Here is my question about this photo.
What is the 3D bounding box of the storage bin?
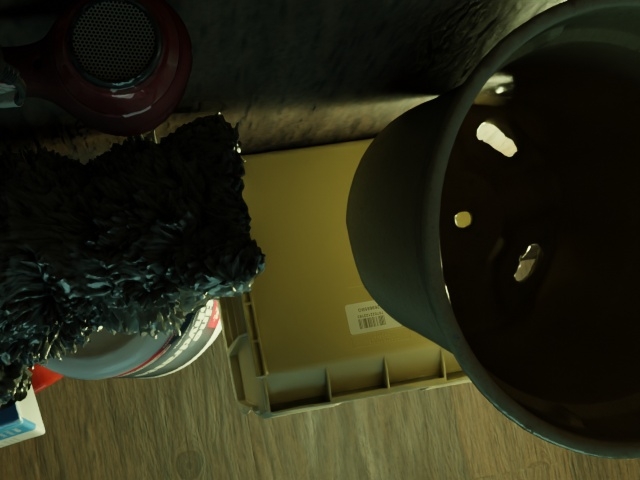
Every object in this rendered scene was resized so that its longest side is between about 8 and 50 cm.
[{"bbox_3d":[0.032,0.032,1.380,0.262,0.260,0.123,-8,169,-15],"label":"storage bin"}]

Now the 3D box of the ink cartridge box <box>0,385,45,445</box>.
[{"bbox_3d":[-0.467,0.189,1.445,0.307,0.129,0.223,-18,172,-9],"label":"ink cartridge box"}]

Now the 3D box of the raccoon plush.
[{"bbox_3d":[-0.242,0.003,1.020,0.299,0.216,0.446,-22,169,25],"label":"raccoon plush"}]

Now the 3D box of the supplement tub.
[{"bbox_3d":[-0.206,0.051,1.448,0.191,0.191,0.272,-11,173,8],"label":"supplement tub"}]

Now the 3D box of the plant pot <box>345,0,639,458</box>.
[{"bbox_3d":[0.176,-0.015,1.109,0.333,0.334,0.305,-8,-176,-19],"label":"plant pot"}]

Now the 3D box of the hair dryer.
[{"bbox_3d":[-0.180,-0.107,0.773,0.223,0.080,0.293,5,178,35],"label":"hair dryer"}]

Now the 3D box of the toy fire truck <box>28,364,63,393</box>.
[{"bbox_3d":[-0.337,0.075,1.741,0.254,0.169,0.302,-34,-175,-25],"label":"toy fire truck"}]
